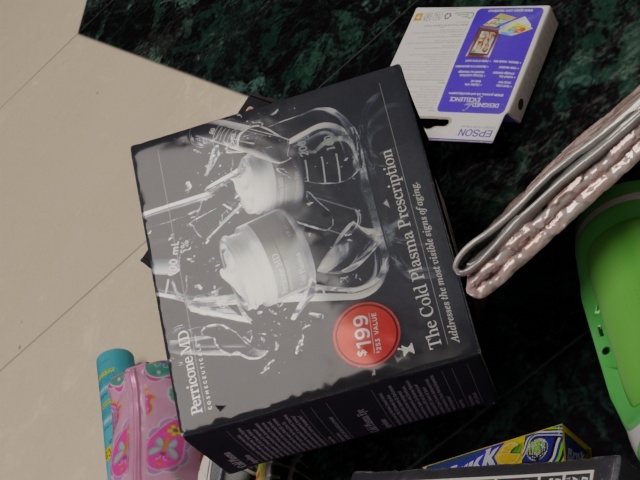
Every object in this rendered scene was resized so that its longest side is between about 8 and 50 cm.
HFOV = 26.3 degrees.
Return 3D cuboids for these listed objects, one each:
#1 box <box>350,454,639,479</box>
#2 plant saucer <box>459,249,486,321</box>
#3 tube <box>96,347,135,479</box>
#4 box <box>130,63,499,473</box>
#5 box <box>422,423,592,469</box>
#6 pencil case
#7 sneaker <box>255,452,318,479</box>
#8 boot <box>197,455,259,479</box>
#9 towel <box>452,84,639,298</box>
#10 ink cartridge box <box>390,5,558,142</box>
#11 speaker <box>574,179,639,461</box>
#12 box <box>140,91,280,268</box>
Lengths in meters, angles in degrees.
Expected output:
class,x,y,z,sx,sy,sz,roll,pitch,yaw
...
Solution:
class,x,y,z,sx,sy,sz,roll,pitch,yaw
box,0.159,0.361,1.187,0.294,0.182,0.296,-12,52,42
plant saucer,0.115,0.077,1.586,0.168,0.029,0.168,-28,43,29
tube,-0.266,0.242,1.838,0.080,0.052,0.207,-43,43,30
box,-0.008,0.035,1.468,0.312,0.179,0.343,-17,65,7
box,0.183,0.239,1.361,0.169,0.059,0.054,-24,43,31
pencil case,-0.201,0.282,1.673,0.124,0.124,0.284,-33,40,24
sneaker,-0.062,0.317,1.536,0.094,0.081,0.209,-23,47,36
boot,-0.086,0.248,1.622,0.086,0.069,0.190,-23,45,37
towel,0.271,-0.078,1.382,0.332,0.053,0.317,-42,-4,11
ink cartridge box,0.171,-0.200,1.710,0.206,0.045,0.208,7,63,39
speaker,0.325,0.084,1.284,0.131,0.131,0.297,-32,42,25
box,-0.078,-0.040,1.845,0.293,0.073,0.295,27,81,51
